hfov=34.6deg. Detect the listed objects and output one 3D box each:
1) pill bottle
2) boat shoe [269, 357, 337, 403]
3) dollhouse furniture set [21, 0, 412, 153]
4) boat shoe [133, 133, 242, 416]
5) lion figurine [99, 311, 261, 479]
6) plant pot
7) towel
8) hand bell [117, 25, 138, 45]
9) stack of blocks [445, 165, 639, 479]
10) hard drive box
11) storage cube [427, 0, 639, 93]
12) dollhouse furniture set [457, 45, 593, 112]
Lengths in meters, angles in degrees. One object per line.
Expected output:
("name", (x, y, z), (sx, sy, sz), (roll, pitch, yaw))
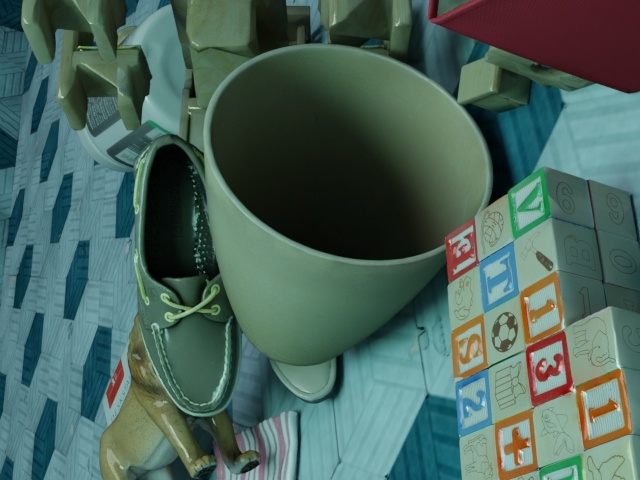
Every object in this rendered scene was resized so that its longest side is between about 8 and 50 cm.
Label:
("pill bottle", (-0.255, -0.222, 1.610), (0.361, 0.204, 0.204), (-14, 65, 60))
("boat shoe", (-0.026, 0.121, 1.178), (0.206, 0.075, 0.065), (56, 170, 50))
("dollhouse furniture set", (-0.095, -0.241, 1.159), (0.394, 0.362, 0.256), (89, -179, -66))
("boat shoe", (-0.145, 0.038, 1.087), (0.091, 0.109, 0.305), (150, 112, -83))
("lion figurine", (-0.198, 0.229, 1.244), (0.392, 0.142, 0.240), (-53, 56, 28))
("plant pot", (0.000, 0.000, 0.992), (0.274, 0.256, 0.256), (108, 160, -50))
("towel", (-0.082, 0.289, 1.218), (0.197, 0.029, 0.144), (-34, 49, 54))
("hand bell", (-0.272, -0.327, 1.844), (0.242, 0.126, 0.126), (10, 87, 51))
("stack of blocks", (0.179, 0.102, 0.724), (0.171, 0.087, 0.297), (-40, 44, 50))
("hard drive box", (-0.227, 0.241, 1.461), (0.181, 0.089, 0.232), (-65, 28, 20))
("storage cube", (0.212, -0.228, 0.701), (0.215, 0.193, 0.184), (-12, 67, 62))
("dollhouse furniture set", (0.169, -0.222, 0.884), (0.161, 0.101, 0.182), (-12, 67, 61))
